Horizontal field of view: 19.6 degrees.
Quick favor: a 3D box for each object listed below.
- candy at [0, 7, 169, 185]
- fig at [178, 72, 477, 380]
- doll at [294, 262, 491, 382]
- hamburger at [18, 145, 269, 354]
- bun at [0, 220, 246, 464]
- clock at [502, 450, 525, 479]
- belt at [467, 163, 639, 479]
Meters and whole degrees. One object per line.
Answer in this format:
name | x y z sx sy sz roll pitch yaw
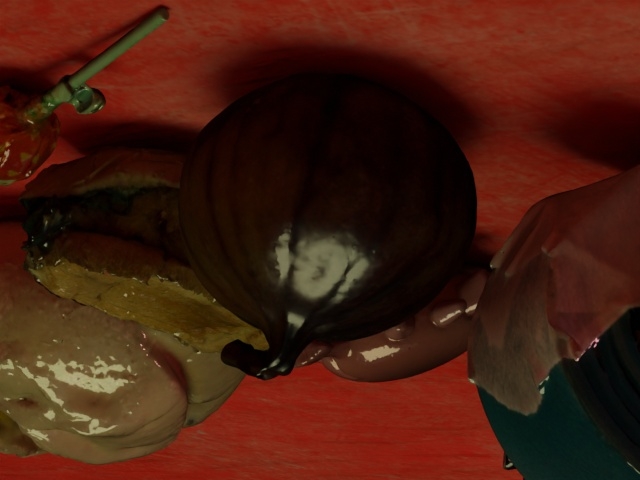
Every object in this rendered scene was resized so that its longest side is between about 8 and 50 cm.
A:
candy | -0.196 -0.122 1.439 0.078 0.084 0.287 20 149 -31
fig | 0.007 -0.016 1.403 0.235 0.214 0.235 -3 140 -3
doll | 0.071 0.078 1.681 0.262 0.093 0.211 -12 173 -37
hamburger | -0.108 0.008 1.619 0.211 0.132 0.309 -6 155 40
bun | -0.246 0.117 1.875 0.365 0.219 0.365 10 164 3
clock | 0.217 0.106 1.630 0.083 0.186 0.253 6 161 0
belt | 0.331 0.098 1.371 0.436 0.300 0.173 21 157 -16
